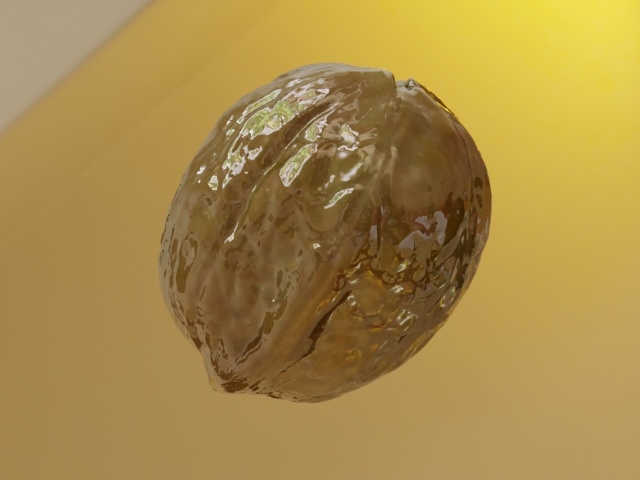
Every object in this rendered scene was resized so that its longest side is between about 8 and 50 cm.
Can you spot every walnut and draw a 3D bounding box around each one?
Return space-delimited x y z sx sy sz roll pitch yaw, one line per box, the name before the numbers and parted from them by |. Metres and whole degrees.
walnut | 0.000 0.000 0.561 0.105 0.124 0.105 31 -175 -3
